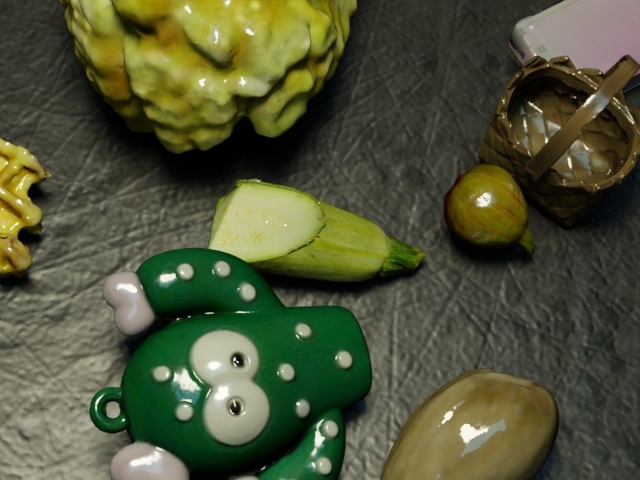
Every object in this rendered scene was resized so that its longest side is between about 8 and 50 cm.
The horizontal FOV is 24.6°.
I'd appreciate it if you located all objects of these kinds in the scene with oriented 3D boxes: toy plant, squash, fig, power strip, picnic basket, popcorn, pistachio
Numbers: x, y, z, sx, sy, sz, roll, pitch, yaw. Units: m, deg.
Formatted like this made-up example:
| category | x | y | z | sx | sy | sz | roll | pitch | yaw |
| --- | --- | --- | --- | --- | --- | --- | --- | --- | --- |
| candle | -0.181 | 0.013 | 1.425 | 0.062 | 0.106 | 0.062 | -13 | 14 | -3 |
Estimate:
| category | x | y | z | sx | sy | sz | roll | pitch | yaw |
| --- | --- | --- | --- | --- | --- | --- | --- | --- | --- |
| toy plant | -0.077 | 0.126 | 1.234 | 0.243 | 0.112 | 0.233 | 14 | 70 | -16 |
| squash | -0.001 | -0.002 | 1.322 | 0.200 | 0.075 | 0.090 | 8 | 39 | -3 |
| fig | 0.160 | -0.023 | 1.342 | 0.098 | 0.084 | 0.082 | 34 | 65 | 6 |
| power strip | 0.321 | -0.219 | 1.472 | 0.278 | 0.037 | 0.109 | -28 | 71 | -16 |
| picnic basket | 0.228 | -0.107 | 1.329 | 0.137 | 0.178 | 0.128 | 38 | 71 | 4 |
| popcorn | -0.098 | -0.247 | 1.334 | 0.279 | 0.274 | 0.336 | -11 | 55 | 20 |
| pistachio | 0.122 | 0.181 | 1.240 | 0.185 | 0.126 | 0.108 | -35 | 30 | -15 |

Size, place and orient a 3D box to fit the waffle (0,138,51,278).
| category | x | y | z | sx | sy | sz | roll | pitch | yaw |
| --- | --- | --- | --- | --- | --- | --- | --- | --- | --- |
| waffle | -0.384 | -0.057 | 1.318 | 0.283 | 0.065 | 0.310 | -7 | 71 | -6 |
